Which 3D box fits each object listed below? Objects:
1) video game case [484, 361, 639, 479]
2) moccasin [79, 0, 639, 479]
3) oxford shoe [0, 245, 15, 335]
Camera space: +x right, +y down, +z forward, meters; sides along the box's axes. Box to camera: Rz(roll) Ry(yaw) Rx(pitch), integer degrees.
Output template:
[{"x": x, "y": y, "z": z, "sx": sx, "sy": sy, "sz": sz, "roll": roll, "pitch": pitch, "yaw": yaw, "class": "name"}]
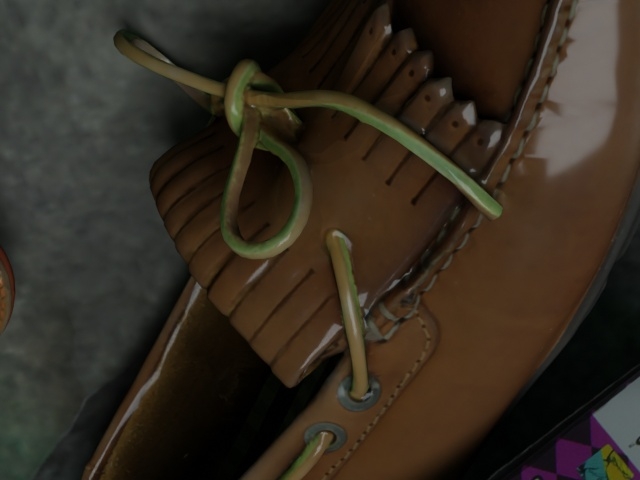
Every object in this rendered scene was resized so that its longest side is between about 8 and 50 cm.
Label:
[{"x": 0.090, "y": 0.130, "z": 0.592, "sx": 0.210, "sy": 0.042, "sz": 0.232, "roll": -40, "pitch": 154, "yaw": 6, "class": "video game case"}, {"x": -0.001, "y": -0.002, "z": 0.532, "sx": 0.147, "sy": 0.139, "sz": 0.380, "roll": 9, "pitch": 128, "yaw": -25, "class": "moccasin"}, {"x": -0.238, "y": 0.031, "z": 0.519, "sx": 0.271, "sy": 0.098, "sz": 0.097, "roll": 0, "pitch": 121, "yaw": -10, "class": "oxford shoe"}]
